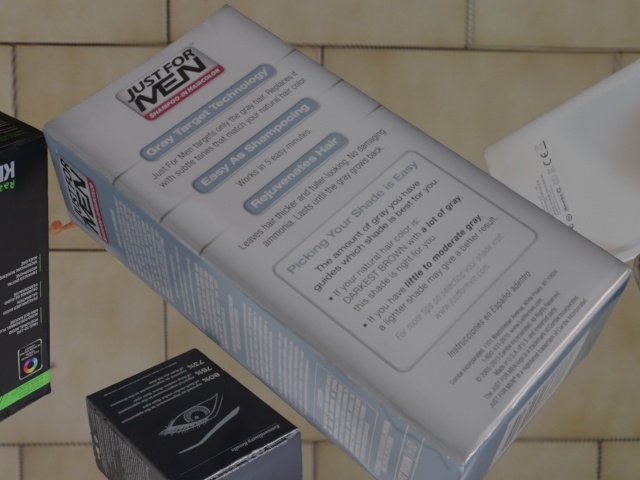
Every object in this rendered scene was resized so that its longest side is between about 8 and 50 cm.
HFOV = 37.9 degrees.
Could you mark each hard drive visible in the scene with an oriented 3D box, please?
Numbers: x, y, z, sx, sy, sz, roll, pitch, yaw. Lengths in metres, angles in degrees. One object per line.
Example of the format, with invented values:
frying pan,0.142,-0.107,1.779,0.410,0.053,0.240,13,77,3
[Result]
hard drive,0.349,-0.079,1.125,0.040,0.319,0.210,-7,75,-38

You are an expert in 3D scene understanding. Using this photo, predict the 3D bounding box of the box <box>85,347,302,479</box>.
box,-0.141,0.231,1.032,0.153,0.207,0.108,-21,125,-33

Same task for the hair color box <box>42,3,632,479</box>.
hair color box,0.000,0.000,0.666,0.374,0.113,0.185,37,61,22

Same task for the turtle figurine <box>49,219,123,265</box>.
turtle figurine,-0.135,-0.019,0.966,0.217,0.269,0.087,-31,112,-43

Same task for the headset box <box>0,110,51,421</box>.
headset box,-0.348,0.055,0.728,0.131,0.246,0.283,25,123,25

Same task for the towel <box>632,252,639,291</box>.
towel,0.434,0.102,0.882,0.187,0.282,0.049,10,117,-13
